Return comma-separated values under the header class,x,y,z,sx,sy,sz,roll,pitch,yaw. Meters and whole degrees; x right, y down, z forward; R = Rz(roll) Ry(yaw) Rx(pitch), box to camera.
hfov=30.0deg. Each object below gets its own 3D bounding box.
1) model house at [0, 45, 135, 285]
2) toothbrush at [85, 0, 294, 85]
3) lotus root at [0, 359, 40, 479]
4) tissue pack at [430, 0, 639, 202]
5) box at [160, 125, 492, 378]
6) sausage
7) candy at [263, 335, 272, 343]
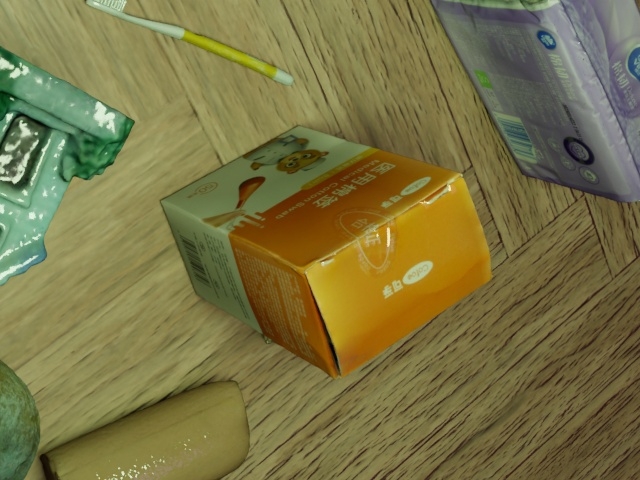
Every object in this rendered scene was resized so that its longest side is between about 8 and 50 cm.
class,x,y,z,sx,sy,sz,roll,pitch,yaw
model house,-0.406,-0.059,1.155,0.295,0.251,0.329,27,94,-36
toothbrush,-0.144,-0.237,1.401,0.288,0.021,0.024,18,103,-36
lotus root,-0.400,0.177,1.206,0.175,0.175,0.349,-55,152,-8
tissue pack,0.319,-0.234,1.577,0.160,0.242,0.338,-45,124,-18
box,0.000,0.000,1.369,0.225,0.341,0.143,-31,119,-23
sausage,-0.204,0.265,1.445,0.252,0.123,0.123,-21,115,-26
candy,-0.023,0.099,1.550,0.095,0.085,0.110,14,85,-44
